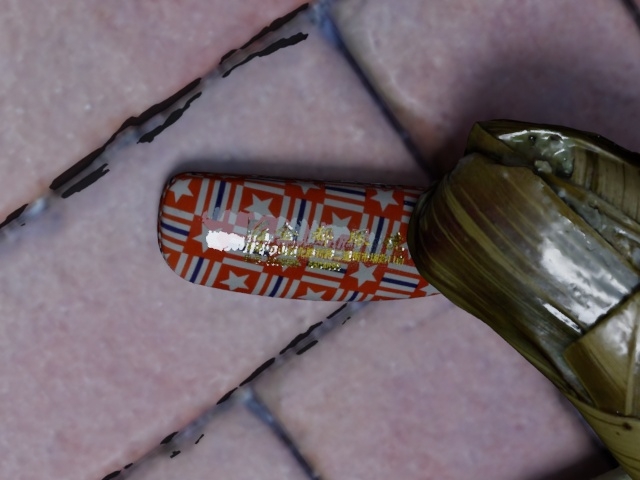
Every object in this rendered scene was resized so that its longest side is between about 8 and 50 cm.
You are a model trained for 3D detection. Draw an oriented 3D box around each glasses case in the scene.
[{"bbox_3d":[0.000,0.000,1.106,0.194,0.049,0.073,3,99,-14],"label":"glasses case"}]

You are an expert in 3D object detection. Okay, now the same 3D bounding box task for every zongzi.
[{"bbox_3d":[0.178,0.091,1.043,0.286,0.134,0.288,21,59,-15],"label":"zongzi"}]

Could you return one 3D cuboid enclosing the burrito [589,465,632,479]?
[{"bbox_3d":[0.165,0.231,1.156,0.348,0.107,0.175,-25,98,-11],"label":"burrito"}]
